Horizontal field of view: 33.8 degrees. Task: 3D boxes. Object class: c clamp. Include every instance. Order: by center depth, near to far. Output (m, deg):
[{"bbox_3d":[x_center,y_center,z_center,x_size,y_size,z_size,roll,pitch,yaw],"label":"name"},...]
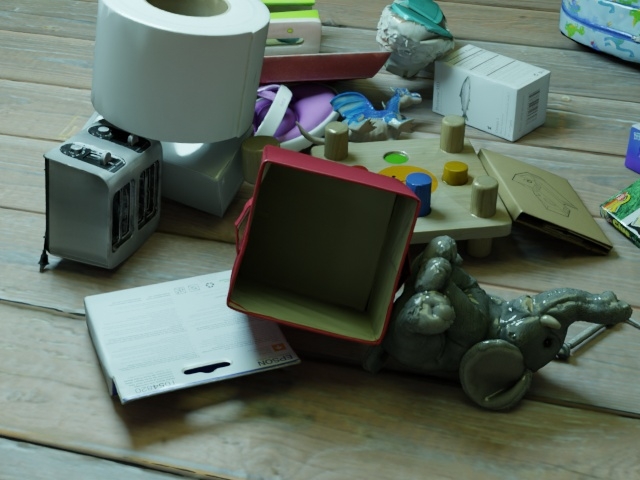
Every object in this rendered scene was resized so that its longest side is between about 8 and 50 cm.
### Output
[{"bbox_3d":[0.328,0.110,1.359,0.161,0.022,0.137,-22,38,-31],"label":"c clamp"}]

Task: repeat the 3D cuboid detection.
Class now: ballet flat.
[{"bbox_3d":[0.173,-0.373,1.979,0.147,0.146,0.409,5,18,8],"label":"ballet flat"}]

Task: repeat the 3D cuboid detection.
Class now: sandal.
[{"bbox_3d":[-0.120,-0.198,1.762,0.169,0.102,0.416,29,45,36],"label":"sandal"}]

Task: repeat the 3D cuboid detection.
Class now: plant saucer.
[{"bbox_3d":[-0.031,-0.310,1.918,0.259,0.047,0.258,-6,8,-16],"label":"plant saucer"}]

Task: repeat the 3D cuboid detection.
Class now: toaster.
[{"bbox_3d":[-0.310,-0.059,1.496,0.110,0.185,0.168,15,29,14],"label":"toaster"}]

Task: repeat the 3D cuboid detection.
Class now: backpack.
[{"bbox_3d":[0.652,-0.465,2.100,0.356,0.273,0.290,13,39,42],"label":"backpack"}]

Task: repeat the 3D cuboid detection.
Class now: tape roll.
[{"bbox_3d":[-0.205,-0.270,1.531,0.246,0.169,0.246,9,30,-5],"label":"tape roll"}]

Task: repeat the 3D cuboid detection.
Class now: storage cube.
[{"bbox_3d":[0.000,0.000,1.291,0.215,0.183,0.193,14,9,-6],"label":"storage cube"}]

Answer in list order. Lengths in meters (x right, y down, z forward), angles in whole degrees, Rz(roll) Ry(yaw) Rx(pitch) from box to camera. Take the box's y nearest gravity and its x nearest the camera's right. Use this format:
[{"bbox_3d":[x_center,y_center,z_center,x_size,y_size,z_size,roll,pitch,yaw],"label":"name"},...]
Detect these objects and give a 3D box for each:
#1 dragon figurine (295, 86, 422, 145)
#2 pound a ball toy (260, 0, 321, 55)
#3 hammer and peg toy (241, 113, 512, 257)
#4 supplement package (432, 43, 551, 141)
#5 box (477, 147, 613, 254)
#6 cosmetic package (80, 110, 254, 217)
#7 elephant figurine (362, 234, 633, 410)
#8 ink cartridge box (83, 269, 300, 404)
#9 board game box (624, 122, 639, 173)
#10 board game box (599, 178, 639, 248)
[{"bbox_3d":[0.062,-0.195,1.777,0.289,0.085,0.144,-10,32,-27],"label":"dragon figurine"},{"bbox_3d":[-0.160,-0.398,2.094,0.319,0.135,0.208,-5,58,-8],"label":"pound a ball toy"},{"bbox_3d":[0.073,-0.066,1.539,0.362,0.127,0.266,-5,35,-8],"label":"hammer and peg toy"},{"bbox_3d":[0.302,-0.264,1.876,0.179,0.105,0.105,27,43,36],"label":"supplement package"},{"bbox_3d":[0.330,-0.061,1.571,0.164,0.021,0.201,19,27,-20],"label":"box"},{"bbox_3d":[-0.228,-0.142,1.609,0.238,0.107,0.127,23,57,12],"label":"cosmetic package"},{"bbox_3d":[0.206,0.113,1.248,0.239,0.186,0.169,26,70,-6],"label":"elephant figurine"},{"bbox_3d":[-0.163,0.125,1.307,0.223,0.045,0.224,-10,33,-18],"label":"ink cartridge box"},{"bbox_3d":[0.710,-0.153,1.726,0.347,0.078,0.233,-19,37,-28],"label":"board game box"},{"bbox_3d":[0.557,-0.079,1.555,0.260,0.030,0.136,-33,41,-6],"label":"board game box"}]
